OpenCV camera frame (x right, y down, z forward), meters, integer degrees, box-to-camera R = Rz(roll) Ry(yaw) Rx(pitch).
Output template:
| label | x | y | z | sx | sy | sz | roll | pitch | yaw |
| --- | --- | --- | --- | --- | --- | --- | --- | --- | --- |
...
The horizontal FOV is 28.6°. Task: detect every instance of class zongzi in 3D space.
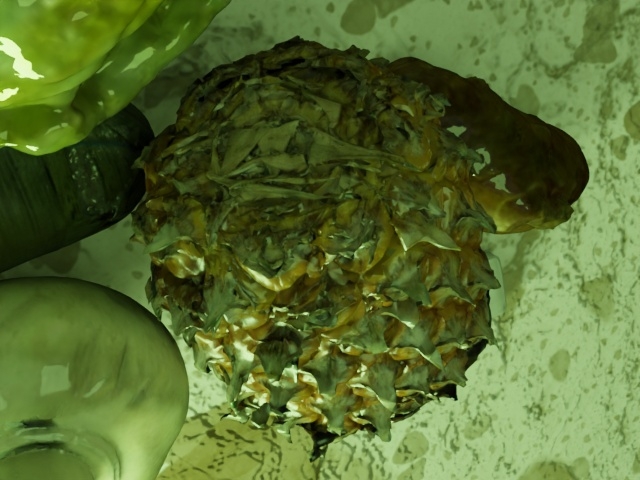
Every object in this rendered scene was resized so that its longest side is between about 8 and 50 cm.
| label | x | y | z | sx | sy | sz | roll | pitch | yaw |
| --- | --- | --- | --- | --- | --- | --- | --- | --- | --- |
| zongzi | -0.330 | -0.142 | 1.096 | 0.323 | 0.160 | 0.360 | -27 | 110 | -29 |

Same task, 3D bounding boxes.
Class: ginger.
| label | x | y | z | sx | sy | sz | roll | pitch | yaw |
| --- | --- | --- | --- | --- | --- | --- | --- | --- | --- |
| ginger | 0.179 | -0.081 | 1.384 | 0.321 | 0.172 | 0.165 | 22 | 139 | -37 |

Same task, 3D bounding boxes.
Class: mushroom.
| label | x | y | z | sx | sy | sz | roll | pitch | yaw |
| --- | --- | --- | --- | --- | --- | --- | --- | --- | --- |
| mushroom | -0.283 | 0.168 | 1.155 | 0.315 | 0.356 | 0.315 | 0 | 92 | 7 |

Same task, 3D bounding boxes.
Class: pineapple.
| label | x | y | z | sx | sy | sz | roll | pitch | yaw |
| --- | --- | --- | --- | --- | --- | --- | --- | --- | --- |
| pineapple | -0.003 | -0.001 | 1.138 | 0.352 | 0.352 | 0.300 | -40 | 147 | -8 |

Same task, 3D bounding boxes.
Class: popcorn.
| label | x | y | z | sx | sy | sz | roll | pitch | yaw |
| --- | --- | --- | --- | --- | --- | --- | --- | --- | --- |
| popcorn | -0.219 | -0.231 | 0.970 | 0.312 | 0.312 | 0.312 | -12 | 117 | -24 |

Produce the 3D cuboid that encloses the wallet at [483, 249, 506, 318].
| label | x | y | z | sx | sy | sz | roll | pitch | yaw |
| --- | --- | --- | --- | --- | --- | --- | --- | --- | --- |
| wallet | 0.142 | 0.083 | 1.512 | 0.190 | 0.033 | 0.095 | -23 | 119 | -19 |
